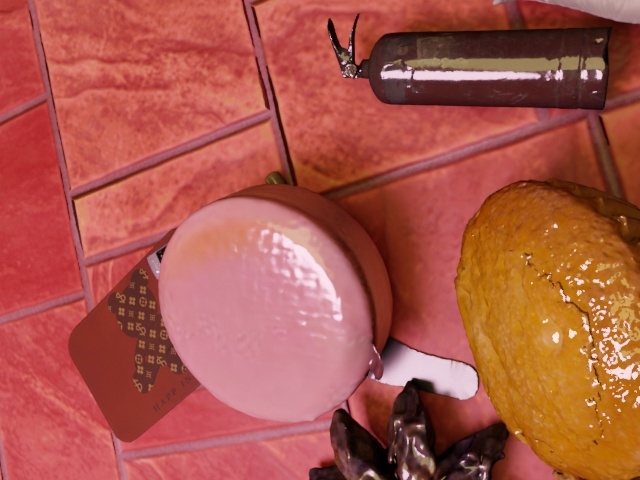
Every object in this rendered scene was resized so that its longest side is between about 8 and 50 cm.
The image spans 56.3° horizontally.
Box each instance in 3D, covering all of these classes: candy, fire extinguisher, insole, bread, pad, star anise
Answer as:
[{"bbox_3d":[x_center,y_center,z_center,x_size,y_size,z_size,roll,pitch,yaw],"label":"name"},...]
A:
[{"bbox_3d":[-0.042,0.067,0.615,0.255,0.094,0.256,7,109,22],"label":"candy"},{"bbox_3d":[0.131,-0.174,0.572,0.267,0.072,0.089,8,114,24],"label":"fire extinguisher"},{"bbox_3d":[0.090,0.130,0.630,0.152,0.002,0.053,10,94,25],"label":"insole"},{"bbox_3d":[0.202,0.061,0.472,0.139,0.240,0.240,-16,82,-12],"label":"bread"},{"bbox_3d":[-0.217,0.125,0.771,0.267,0.004,0.181,-42,74,18],"label":"pad"},{"bbox_3d":[0.085,0.268,0.579,0.235,0.109,0.223,23,103,21],"label":"star anise"}]

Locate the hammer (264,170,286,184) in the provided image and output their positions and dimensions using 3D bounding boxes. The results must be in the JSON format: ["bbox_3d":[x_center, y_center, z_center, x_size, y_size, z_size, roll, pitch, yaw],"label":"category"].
[{"bbox_3d":[0.000,0.000,0.667,0.062,0.013,0.199,-40,75,19],"label":"hammer"}]

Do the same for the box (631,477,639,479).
[{"bbox_3d":[0.317,0.174,0.421,0.301,0.192,0.084,-42,73,19],"label":"box"}]

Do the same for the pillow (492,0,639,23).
[{"bbox_3d":[0.287,-0.243,0.500,0.253,0.078,0.144,21,77,23],"label":"pillow"}]

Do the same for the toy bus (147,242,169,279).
[{"bbox_3d":[-0.145,0.004,0.709,0.130,0.052,0.037,-32,79,15],"label":"toy bus"}]
